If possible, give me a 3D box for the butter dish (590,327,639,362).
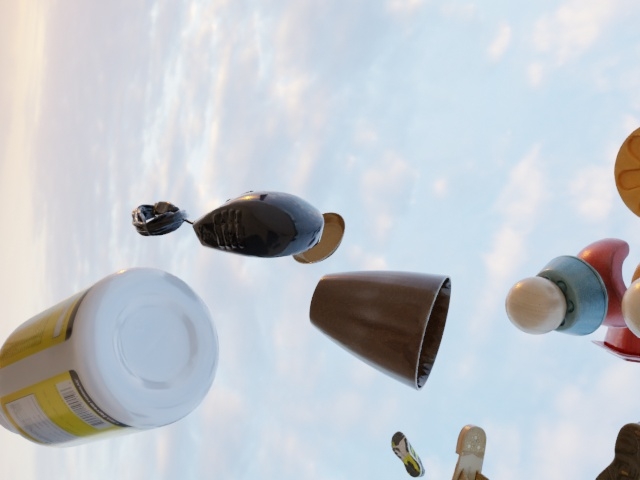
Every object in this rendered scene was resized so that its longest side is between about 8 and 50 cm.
[{"bbox_3d":[0.652,0.182,1.230,0.160,0.160,0.118,1,96,-85],"label":"butter dish"}]

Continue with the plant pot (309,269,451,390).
[{"bbox_3d":[0.103,0.142,1.148,0.230,0.215,0.215,14,-79,21],"label":"plant pot"}]

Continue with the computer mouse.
[{"bbox_3d":[-0.088,-0.023,0.492,0.242,0.071,0.041,7,-68,45],"label":"computer mouse"}]

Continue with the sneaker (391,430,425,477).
[{"bbox_3d":[0.142,0.352,0.999,0.031,0.035,0.083,-35,-132,9],"label":"sneaker"}]

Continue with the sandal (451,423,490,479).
[{"bbox_3d":[0.323,0.513,1.276,0.079,0.088,0.240,175,-79,-72],"label":"sandal"}]

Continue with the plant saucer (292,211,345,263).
[{"bbox_3d":[0.000,0.000,0.796,0.083,0.015,0.083,-24,-139,23],"label":"plant saucer"}]

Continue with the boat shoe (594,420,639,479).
[{"bbox_3d":[0.454,0.343,0.894,0.064,0.060,0.178,39,-58,52],"label":"boat shoe"}]

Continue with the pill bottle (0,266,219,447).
[{"bbox_3d":[-0.165,0.091,0.436,0.184,0.103,0.103,-23,-115,39],"label":"pill bottle"}]

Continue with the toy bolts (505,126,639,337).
[{"bbox_3d":[0.282,0.015,0.595,0.228,0.158,0.218,-42,-118,59],"label":"toy bolts"}]
